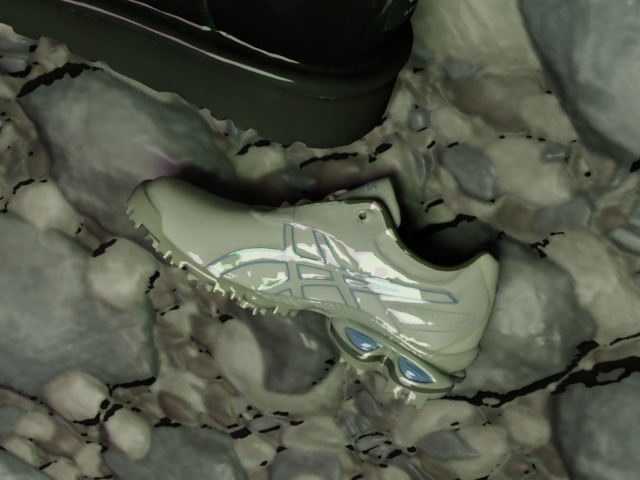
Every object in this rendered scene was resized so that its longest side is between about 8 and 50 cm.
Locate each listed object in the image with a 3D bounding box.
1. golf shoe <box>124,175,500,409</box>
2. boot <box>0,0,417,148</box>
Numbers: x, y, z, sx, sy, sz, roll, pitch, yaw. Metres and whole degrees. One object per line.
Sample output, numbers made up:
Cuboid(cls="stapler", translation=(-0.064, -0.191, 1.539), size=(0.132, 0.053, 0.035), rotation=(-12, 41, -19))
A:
Cuboid(cls="golf shoe", translation=(0.000, 0.000, 0.808), size=(0.176, 0.069, 0.086), rotation=(27, 105, 3))
Cuboid(cls="boot", translation=(-0.079, -0.207, 0.662), size=(0.348, 0.131, 0.260), rotation=(20, 132, -2))
